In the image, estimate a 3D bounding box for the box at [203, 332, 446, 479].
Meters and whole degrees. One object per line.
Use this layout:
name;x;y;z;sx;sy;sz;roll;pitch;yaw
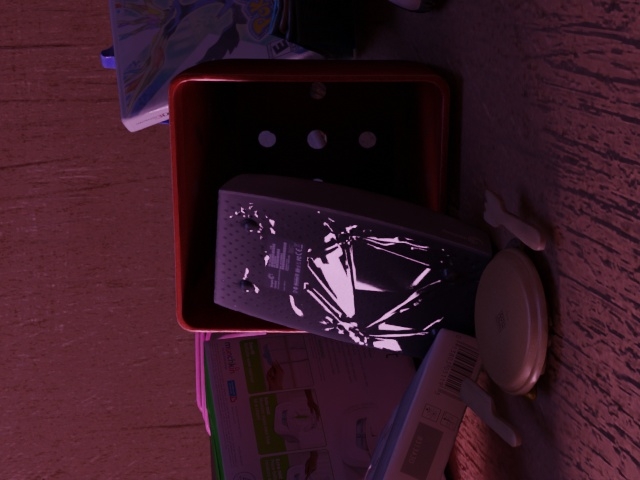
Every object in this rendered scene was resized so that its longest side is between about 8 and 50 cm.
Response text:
box;0.002;0.225;1.681;0.127;0.231;0.262;93;168;-45

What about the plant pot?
plant pot;-0.008;-0.073;1.620;0.236;0.267;0.267;-85;-4;-69

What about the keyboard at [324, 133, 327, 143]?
keyboard;0.010;-0.110;2.120;0.072;0.014;0.256;-104;15;-45

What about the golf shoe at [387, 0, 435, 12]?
golf shoe;0.046;-0.286;1.571;0.273;0.120;0.105;-130;39;-71

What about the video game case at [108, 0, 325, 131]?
video game case;-0.158;-0.337;2.220;0.036;0.300;0.329;53;-158;-54

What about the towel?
towel;-0.017;-0.400;1.802;0.271;0.040;0.370;-5;-89;-74

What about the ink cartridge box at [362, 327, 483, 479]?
ink cartridge box;0.079;0.212;1.469;0.225;0.056;0.181;110;-176;-52

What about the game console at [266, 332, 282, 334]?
game console;0.006;0.157;1.878;0.085;0.144;0.124;116;148;-68

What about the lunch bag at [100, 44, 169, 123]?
lunch bag;-0.179;-0.277;2.313;0.138;0.293;0.221;102;161;-57

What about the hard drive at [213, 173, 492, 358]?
hard drive;0.029;0.023;1.459;0.172;0.254;0.054;96;-169;-45

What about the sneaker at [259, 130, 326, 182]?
sneaker;-0.037;-0.115;2.131;0.104;0.147;0.296;-53;41;1

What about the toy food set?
toy food set;0.165;0.065;1.298;0.132;0.038;0.192;-135;47;-64

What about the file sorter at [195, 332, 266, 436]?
file sorter;-0.078;0.203;2.249;0.290;0.182;0.202;-138;45;-75
